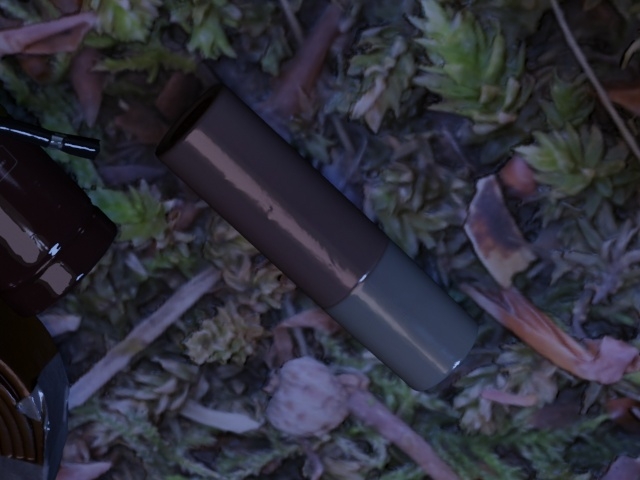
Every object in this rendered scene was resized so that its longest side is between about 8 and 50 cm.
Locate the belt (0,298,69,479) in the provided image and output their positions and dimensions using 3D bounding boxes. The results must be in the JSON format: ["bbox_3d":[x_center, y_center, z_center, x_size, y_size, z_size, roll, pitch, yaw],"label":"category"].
[{"bbox_3d":[-0.287,0.159,1.374,0.184,0.105,0.261,25,117,-9],"label":"belt"}]

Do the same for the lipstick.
[{"bbox_3d":[0.000,0.000,1.275,0.254,0.070,0.070,43,114,-15],"label":"lipstick"}]

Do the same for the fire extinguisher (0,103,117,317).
[{"bbox_3d":[-0.277,-0.104,1.238,0.141,0.105,0.341,-39,108,7],"label":"fire extinguisher"}]
